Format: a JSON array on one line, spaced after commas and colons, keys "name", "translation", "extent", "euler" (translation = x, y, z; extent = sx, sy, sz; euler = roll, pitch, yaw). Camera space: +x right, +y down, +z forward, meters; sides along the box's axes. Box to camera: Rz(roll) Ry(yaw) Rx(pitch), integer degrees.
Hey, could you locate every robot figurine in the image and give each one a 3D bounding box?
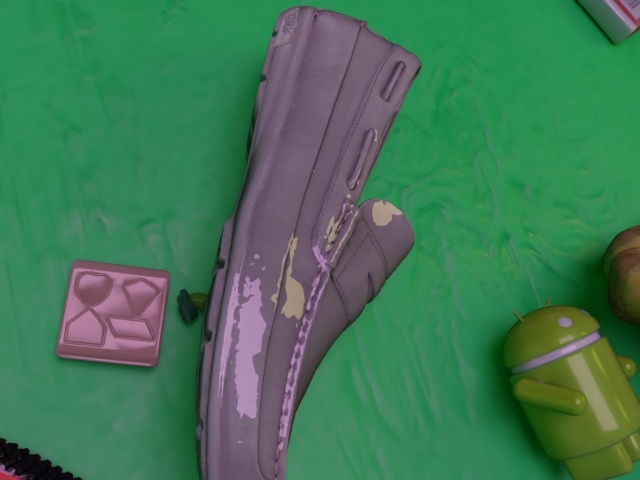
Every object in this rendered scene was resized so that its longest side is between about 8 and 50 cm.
[{"name": "robot figurine", "translation": [0.159, 0.093, 0.485], "extent": [0.101, 0.067, 0.115], "euler": [-11, 73, -47]}]

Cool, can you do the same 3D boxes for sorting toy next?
[{"name": "sorting toy", "translation": [-0.107, 0.045, 0.447], "extent": [0.083, 0.012, 0.062], "euler": [8, 64, -11]}]

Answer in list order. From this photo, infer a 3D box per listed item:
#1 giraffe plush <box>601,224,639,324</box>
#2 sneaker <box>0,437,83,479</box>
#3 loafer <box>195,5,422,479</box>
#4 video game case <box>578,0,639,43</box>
[{"name": "giraffe plush", "translation": [0.293, 0.083, 0.495], "extent": [0.181, 0.210, 0.170], "euler": [-19, 111, -35]}, {"name": "sneaker", "translation": [-0.130, 0.165, 0.381], "extent": [0.161, 0.057, 0.075], "euler": [32, 81, -6]}, {"name": "loafer", "translation": [0.000, 0.000, 0.444], "extent": [0.112, 0.112, 0.319], "euler": [12, 67, -4]}, {"name": "video game case", "translation": [0.293, -0.320, 0.701], "extent": [0.285, 0.025, 0.204], "euler": [-36, 84, -25]}]
